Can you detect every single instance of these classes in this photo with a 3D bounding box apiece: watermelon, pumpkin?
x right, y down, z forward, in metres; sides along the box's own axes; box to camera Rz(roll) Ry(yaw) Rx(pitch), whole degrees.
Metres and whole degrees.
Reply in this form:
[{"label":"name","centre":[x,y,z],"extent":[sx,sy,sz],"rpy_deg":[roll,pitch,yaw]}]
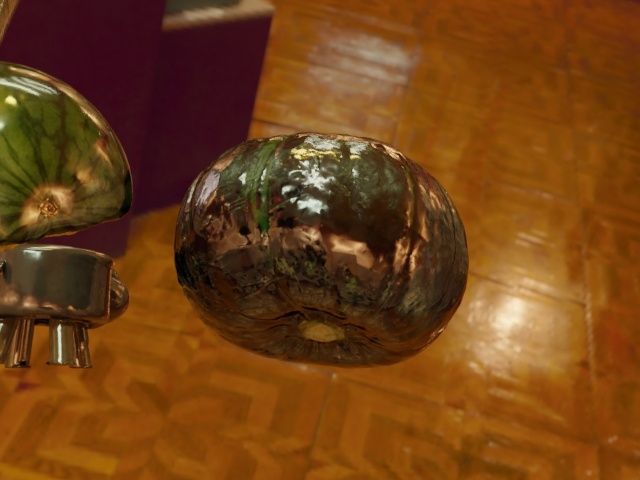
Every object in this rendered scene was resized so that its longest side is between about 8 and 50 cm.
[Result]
[{"label":"watermelon","centre":[-0.239,-0.064,0.853],"extent":[0.204,0.127,0.232],"rpy_deg":[-4,12,-23]},{"label":"pumpkin","centre":[0.000,0.000,1.277],"extent":[0.315,0.315,0.238],"rpy_deg":[8,69,-10]}]

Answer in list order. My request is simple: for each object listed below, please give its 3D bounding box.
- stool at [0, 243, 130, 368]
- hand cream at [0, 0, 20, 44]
[{"label":"stool","centre":[-0.301,0.079,1.397],"extent":[0.228,0.139,0.153],"rpy_deg":[10,-12,-42]},{"label":"hand cream","centre":[-0.132,-0.094,0.436],"extent":[0.067,0.042,0.194],"rpy_deg":[52,7,-21]}]
